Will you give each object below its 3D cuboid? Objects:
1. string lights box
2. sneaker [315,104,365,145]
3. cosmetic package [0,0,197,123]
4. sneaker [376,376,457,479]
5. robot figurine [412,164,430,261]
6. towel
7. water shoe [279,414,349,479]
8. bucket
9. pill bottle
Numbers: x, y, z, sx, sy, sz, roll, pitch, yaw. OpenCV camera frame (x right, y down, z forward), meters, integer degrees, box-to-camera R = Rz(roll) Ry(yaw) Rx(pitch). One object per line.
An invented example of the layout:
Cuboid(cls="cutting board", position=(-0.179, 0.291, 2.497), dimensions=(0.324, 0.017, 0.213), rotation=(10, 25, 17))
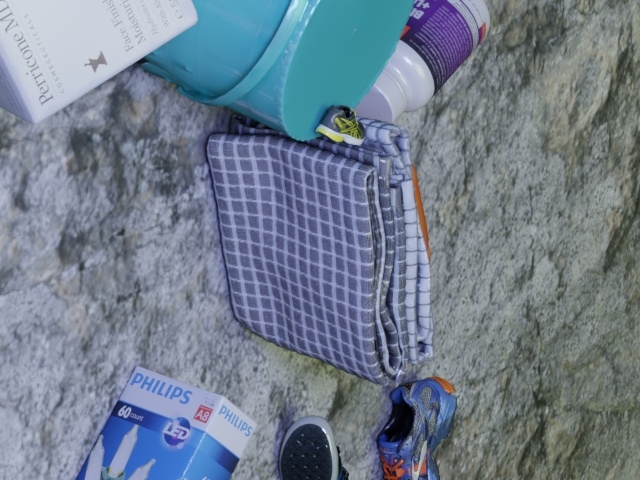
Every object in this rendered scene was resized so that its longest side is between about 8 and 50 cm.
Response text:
Cuboid(cls="string lights box", position=(-0.188, 0.274, 1.828), dimensions=(0.077, 0.133, 0.259), rotation=(45, 66, -48))
Cuboid(cls="sneaker", position=(0.027, -0.117, 1.750), dimensions=(0.035, 0.031, 0.083), rotation=(-64, 160, 14))
Cuboid(cls="cosmetic package", position=(-0.239, -0.222, 1.539), dimensions=(0.184, 0.151, 0.151), rotation=(-37, 123, -21))
Cuboid(cls="sneaker", position=(0.106, 0.280, 2.260), dimensions=(0.087, 0.083, 0.221), rotation=(11, 88, -39))
Cuboid(cls="robot figurine", position=(0.059, -0.017, 2.046), dimensions=(0.128, 0.158, 0.219), rotation=(-25, 124, -19))
Cuboid(cls="towel", position=(0.000, 0.000, 1.893), dimensions=(0.121, 0.235, 0.283), rotation=(-29, 124, -37))
Cuboid(cls="water shoe", position=(-0.004, 0.288, 2.134), dimensions=(0.080, 0.073, 0.203), rotation=(-56, 148, -57))
Cuboid(cls="bucket", position=(-0.038, -0.244, 1.726), dimensions=(0.281, 0.183, 0.281), rotation=(-48, 158, -27))
Cuboid(cls="pill bottle", position=(0.105, -0.219, 2.050), dimensions=(0.193, 0.108, 0.108), rotation=(-49, 136, -30))
